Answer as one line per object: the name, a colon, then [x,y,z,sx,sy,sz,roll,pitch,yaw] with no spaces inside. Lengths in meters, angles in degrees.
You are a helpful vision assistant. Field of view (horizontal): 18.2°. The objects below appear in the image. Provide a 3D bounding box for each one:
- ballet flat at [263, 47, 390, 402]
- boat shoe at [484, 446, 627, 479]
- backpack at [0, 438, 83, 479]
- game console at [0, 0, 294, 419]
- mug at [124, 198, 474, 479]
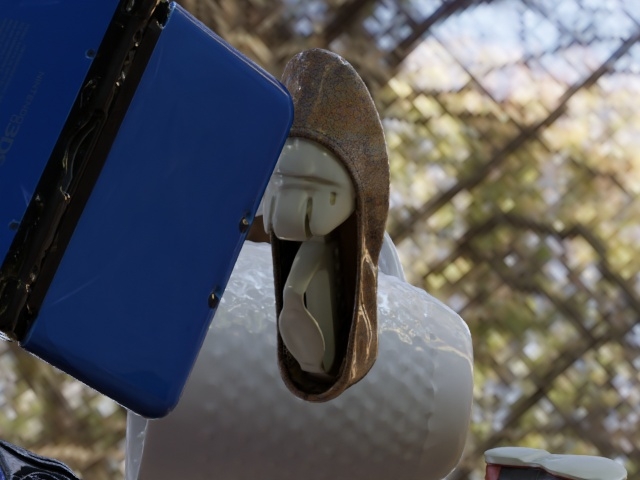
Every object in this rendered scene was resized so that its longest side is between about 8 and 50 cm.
ballet flat: [0.000,0.000,1.662,0.106,0.108,0.316,-45,-44,-51]
boat shoe: [0.170,0.178,1.449,0.049,0.137,0.043,-7,-85,-38]
backpack: [-0.296,0.262,1.993,0.120,0.098,0.101,23,-64,-38]
game console: [-0.195,-0.047,1.523,0.173,0.250,0.293,63,-134,-64]
mug: [-0.021,0.105,2.074,0.328,0.374,0.276,7,-34,-10]
